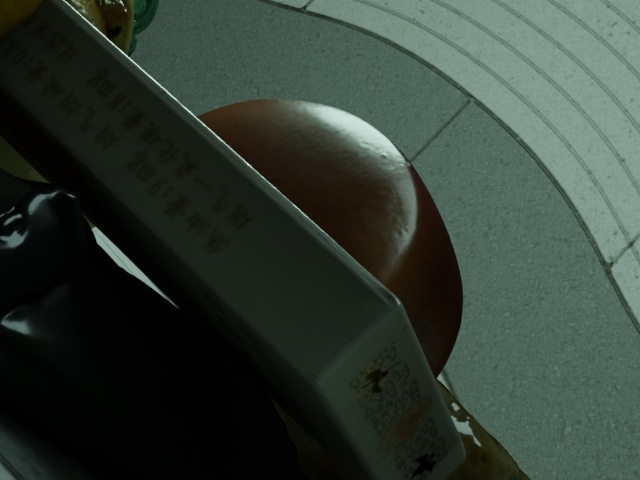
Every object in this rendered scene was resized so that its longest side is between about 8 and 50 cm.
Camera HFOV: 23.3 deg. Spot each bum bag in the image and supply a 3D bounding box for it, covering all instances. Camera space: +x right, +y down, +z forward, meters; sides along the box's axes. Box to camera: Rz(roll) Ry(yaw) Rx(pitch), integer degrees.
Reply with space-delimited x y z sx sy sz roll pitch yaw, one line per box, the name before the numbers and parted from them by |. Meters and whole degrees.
bum bag | -0.100 0.032 0.630 0.142 0.080 0.326 39 -4 47

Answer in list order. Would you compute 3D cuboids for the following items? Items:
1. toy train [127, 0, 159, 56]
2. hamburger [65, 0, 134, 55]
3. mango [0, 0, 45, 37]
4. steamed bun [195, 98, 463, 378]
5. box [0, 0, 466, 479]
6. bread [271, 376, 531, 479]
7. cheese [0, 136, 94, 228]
toy train | -0.274 -0.258 1.418 0.120 0.202 0.301 28 -28 39
hamburger | -0.241 -0.167 1.139 0.214 0.213 0.108 44 43 -28
mango | -0.215 -0.144 0.554 0.262 0.157 0.109 24 -9 -17
steamed bun | 0.000 0.000 1.659 0.379 0.248 0.235 45 -9 42
box | -0.089 -0.033 0.707 0.365 0.051 0.204 42 -9 25
bread | 0.031 0.133 0.972 0.230 0.123 0.230 42 -6 5
cheese | -0.217 -0.102 0.987 0.226 0.117 0.214 41 -6 28
